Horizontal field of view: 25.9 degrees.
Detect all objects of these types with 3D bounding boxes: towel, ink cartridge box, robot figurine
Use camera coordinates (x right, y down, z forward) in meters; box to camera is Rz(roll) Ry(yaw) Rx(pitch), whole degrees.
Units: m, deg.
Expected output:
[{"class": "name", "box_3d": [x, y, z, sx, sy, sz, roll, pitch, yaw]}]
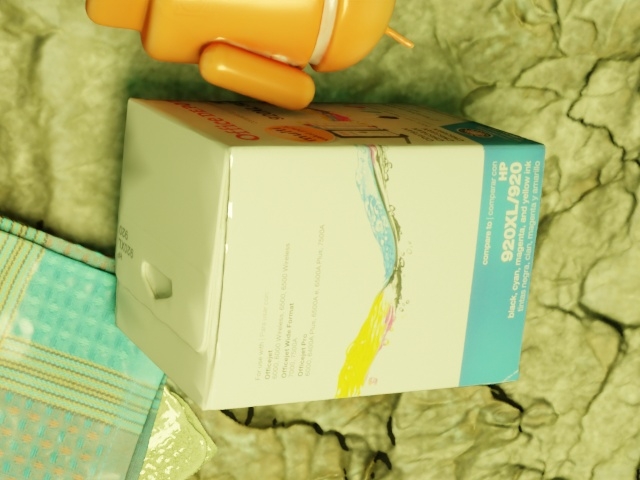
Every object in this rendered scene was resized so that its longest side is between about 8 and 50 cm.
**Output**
[{"class": "towel", "box_3d": [-0.273, 0.102, 0.906, 0.370, 0.040, 0.272, 23, 77, -31]}, {"class": "towel", "box_3d": [-0.162, 0.165, 1.047, 0.148, 0.027, 0.110, -37, 109, 0]}, {"class": "ink cartridge box", "box_3d": [0.000, 0.000, 0.930, 0.232, 0.171, 0.168, -2, 106, -29]}, {"class": "robot figurine", "box_3d": [-0.044, -0.174, 0.922, 0.219, 0.158, 0.128, 2, 122, -13]}]
